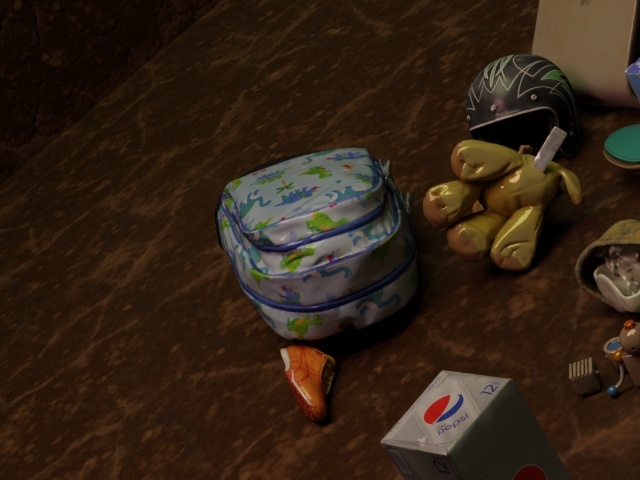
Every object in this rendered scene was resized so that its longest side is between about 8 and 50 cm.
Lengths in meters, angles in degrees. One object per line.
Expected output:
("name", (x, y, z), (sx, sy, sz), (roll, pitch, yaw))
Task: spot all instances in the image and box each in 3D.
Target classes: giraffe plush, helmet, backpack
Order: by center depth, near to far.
("giraffe plush", (0.247, -0.069, 2.007), (0.210, 0.181, 0.170), (-42, 2, 5))
("backpack", (0.000, 0.000, 2.076), (0.290, 0.273, 0.356), (-12, 38, -2))
("helmet", (0.289, -0.190, 2.149), (0.169, 0.161, 0.169), (-27, 25, 14))

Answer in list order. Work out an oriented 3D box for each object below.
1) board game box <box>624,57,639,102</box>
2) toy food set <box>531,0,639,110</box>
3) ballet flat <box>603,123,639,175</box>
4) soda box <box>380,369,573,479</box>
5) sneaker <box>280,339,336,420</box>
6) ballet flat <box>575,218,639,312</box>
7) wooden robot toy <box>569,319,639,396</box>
("board game box", (0.580, -0.221, 1.881), (0.232, 0.141, 0.291), (-42, 26, -19))
("toy food set", (0.423, -0.347, 2.186), (0.092, 0.306, 0.219), (3, 7, -31))
("ballet flat", (0.448, -0.102, 1.908), (0.080, 0.073, 0.232), (-44, 20, -14))
("soda box", (0.174, 0.251, 1.310), (0.098, 0.286, 0.091), (-46, 26, -28))
("sneaker", (-0.011, 0.175, 1.954), (0.067, 0.064, 0.175), (-21, 27, 1))
("ballet flat", (0.395, 0.048, 1.624), (0.123, 0.123, 0.348), (-39, 20, -14))
("wooden robot toy", (0.343, 0.113, 1.618), (0.173, 0.079, 0.076), (-13, 31, 36))
